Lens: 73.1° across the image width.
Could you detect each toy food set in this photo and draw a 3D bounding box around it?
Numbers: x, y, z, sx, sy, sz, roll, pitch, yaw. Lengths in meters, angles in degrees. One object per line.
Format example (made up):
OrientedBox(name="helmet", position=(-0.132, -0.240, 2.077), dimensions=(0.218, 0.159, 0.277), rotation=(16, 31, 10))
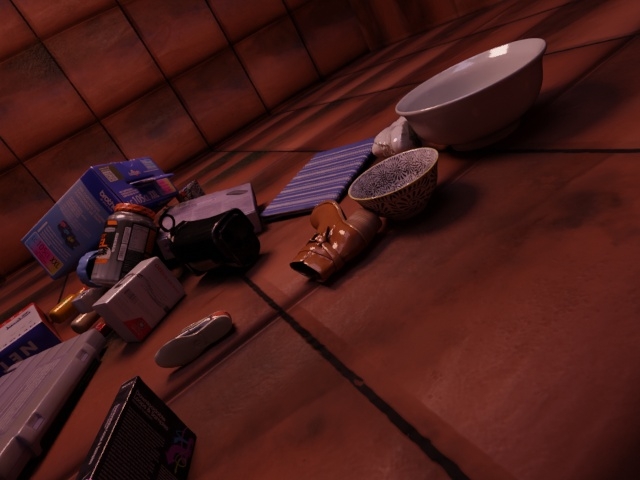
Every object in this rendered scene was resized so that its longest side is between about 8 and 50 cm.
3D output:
OrientedBox(name="toy food set", position=(-0.511, 0.152, 1.011), dimensions=(0.232, 0.111, 0.104), rotation=(-19, 26, 30))

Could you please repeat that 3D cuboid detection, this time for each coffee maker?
OrientedBox(name="coffee maker", position=(-0.245, -0.004, 0.942), dimensions=(0.178, 0.171, 0.120), rotation=(-12, 56, 40))

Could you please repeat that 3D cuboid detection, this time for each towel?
OrientedBox(name="towel", position=(0.010, -0.164, 1.150), dimensions=(0.243, 0.040, 0.336), rotation=(-8, 34, 39))

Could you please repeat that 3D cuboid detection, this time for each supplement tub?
OrientedBox(name="supplement tub", position=(-0.455, 0.016, 1.015), dimensions=(0.117, 0.117, 0.190), rotation=(-8, 68, 41))

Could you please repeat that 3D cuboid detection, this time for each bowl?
OrientedBox(name="bowl", position=(0.315, -0.275, 0.880), dimensions=(0.298, 0.134, 0.298), rotation=(-26, 23, 12))
OrientedBox(name="bowl", position=(0.142, -0.088, 0.771), dimensions=(0.170, 0.080, 0.170), rotation=(-25, 24, 12))

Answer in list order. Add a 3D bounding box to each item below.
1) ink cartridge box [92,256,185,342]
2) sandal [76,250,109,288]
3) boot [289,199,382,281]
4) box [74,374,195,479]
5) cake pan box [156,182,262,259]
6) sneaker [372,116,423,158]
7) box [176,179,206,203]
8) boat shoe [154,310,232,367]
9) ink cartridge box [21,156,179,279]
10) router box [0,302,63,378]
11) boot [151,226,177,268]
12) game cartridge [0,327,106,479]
OrientedBox(name="ink cartridge box", position=(-0.379, 0.124, 0.916), dimensions=(0.063, 0.109, 0.150), rotation=(-15, 27, 37))
OrientedBox(name="sandal", position=(-0.589, 0.074, 1.172), dimensions=(0.138, 0.126, 0.317), rotation=(-3, -6, -33))
OrientedBox(name="boot", position=(0.000, 0.000, 0.775), dimensions=(0.152, 0.073, 0.197), rotation=(-44, 24, -21))
OrientedBox(name="box", position=(-0.189, 0.238, 0.453), dimensions=(0.029, 0.116, 0.162), rotation=(-27, 22, 9))
OrientedBox(name="cake pan box", position=(-0.297, -0.059, 1.159), dimensions=(0.267, 0.070, 0.246), rotation=(-18, 25, -6))
OrientedBox(name="sneaker", position=(0.177, -0.226, 1.025), dimensions=(0.115, 0.090, 0.232), rotation=(-29, 13, 21))
OrientedBox(name="box", position=(-0.391, -0.113, 1.376), dimensions=(0.027, 0.137, 0.094), rotation=(-15, 28, 33))
OrientedBox(name="boat shoe", position=(-0.210, 0.162, 0.718), dimensions=(0.137, 0.049, 0.043), rotation=(-32, 20, -11))
OrientedBox(name="ink cartridge box", position=(-0.591, -0.090, 1.220), dimensions=(0.395, 0.151, 0.270), rotation=(-38, 6, 19))
OrientedBox(name="router box", position=(-0.864, 0.321, 1.121), dimensions=(0.335, 0.082, 0.301), rotation=(-43, 26, -29))
OrientedBox(name="boot", position=(-0.497, 0.032, 1.259), dimensions=(0.246, 0.094, 0.207), rotation=(-19, 21, 11))
OrientedBox(name="game cartridge", position=(-0.554, 0.315, 0.782), dimensions=(0.230, 0.068, 0.355), rotation=(-20, 22, 5))
